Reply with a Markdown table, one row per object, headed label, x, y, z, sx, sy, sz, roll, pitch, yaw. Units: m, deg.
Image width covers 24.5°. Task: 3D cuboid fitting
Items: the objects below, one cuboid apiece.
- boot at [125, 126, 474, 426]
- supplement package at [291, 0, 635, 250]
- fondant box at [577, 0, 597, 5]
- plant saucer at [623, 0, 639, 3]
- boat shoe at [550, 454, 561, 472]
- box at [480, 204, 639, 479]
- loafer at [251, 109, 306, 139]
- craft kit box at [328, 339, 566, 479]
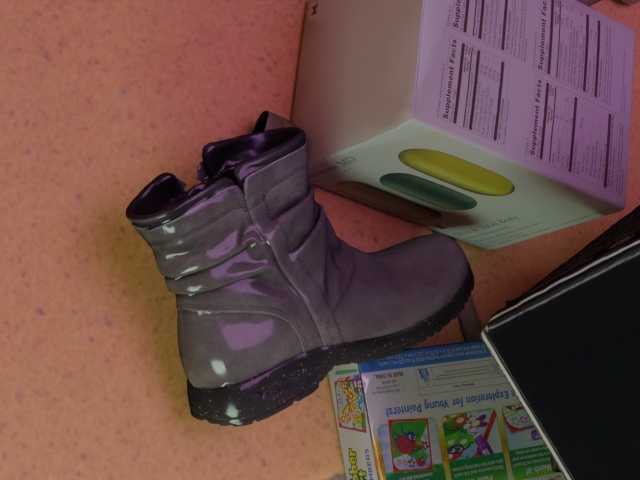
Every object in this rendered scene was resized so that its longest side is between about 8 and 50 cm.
| label | x | y | z | sx | sy | sz | roll | pitch | yaw |
| --- | --- | --- | --- | --- | --- | --- | --- | --- | --- |
| boot | 0.000 | 0.000 | 1.295 | 0.338 | 0.118 | 0.222 | -28 | 113 | -40 |
| supplement package | 0.136 | -0.134 | 1.421 | 0.263 | 0.199 | 0.198 | 20 | 67 | -31 |
| fondant box | 0.300 | -0.383 | 1.531 | 0.096 | 0.330 | 0.238 | -25 | 93 | -38 |
| plant saucer | 0.364 | -0.323 | 1.752 | 0.083 | 0.015 | 0.083 | -6 | 98 | -43 |
| boat shoe | 0.281 | 0.170 | 1.445 | 0.307 | 0.111 | 0.104 | 34 | 48 | -71 |
| box | 0.463 | 0.142 | 1.281 | 0.472 | 0.297 | 0.480 | -30 | 89 | -52 |
| loafer | -0.070 | -0.064 | 1.343 | 0.050 | 0.056 | 0.148 | 46 | 50 | -12 |
| craft kit box | 0.137 | 0.222 | 1.415 | 0.250 | 0.061 | 0.246 | -2 | 76 | -37 |
